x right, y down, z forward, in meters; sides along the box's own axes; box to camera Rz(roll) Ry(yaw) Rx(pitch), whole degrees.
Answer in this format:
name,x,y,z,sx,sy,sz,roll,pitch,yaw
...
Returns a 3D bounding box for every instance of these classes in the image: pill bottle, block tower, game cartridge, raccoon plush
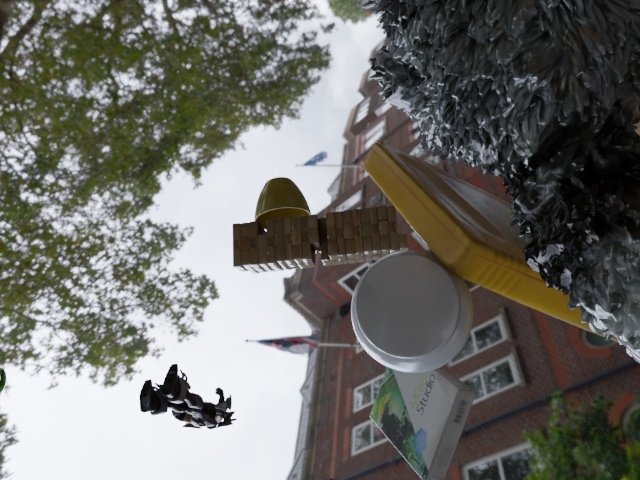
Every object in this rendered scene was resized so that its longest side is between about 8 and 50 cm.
name,x,y,z,sx,sy,sz,roll,pitch,yaw
pill bottle,0.099,0.077,0.534,0.121,0.121,0.216,64,-173,17
block tower,0.000,0.000,0.996,0.091,0.335,0.097,65,-159,-75
game cartridge,0.223,-0.006,0.612,0.323,0.053,0.285,22,-158,-27
raccoon plush,0.134,-0.175,0.301,0.299,0.216,0.447,47,-170,-46

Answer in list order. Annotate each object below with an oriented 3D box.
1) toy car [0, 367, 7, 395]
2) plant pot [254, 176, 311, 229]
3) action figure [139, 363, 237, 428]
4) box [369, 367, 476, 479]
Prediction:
name,x,y,z,sx,sy,sz,roll,pitch,yaw
toy car,-0.609,0.267,0.842,0.239,0.224,0.053,-83,-29,-49
plant pot,-0.092,-0.092,1.181,0.134,0.134,0.095,18,-122,-49
action figure,-0.329,0.422,1.291,0.285,0.185,0.099,56,-161,-49
box,0.244,0.419,1.271,0.058,0.233,0.322,19,-179,-18
